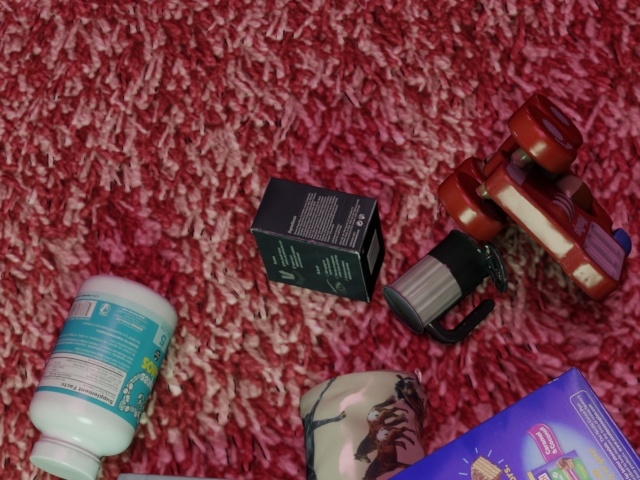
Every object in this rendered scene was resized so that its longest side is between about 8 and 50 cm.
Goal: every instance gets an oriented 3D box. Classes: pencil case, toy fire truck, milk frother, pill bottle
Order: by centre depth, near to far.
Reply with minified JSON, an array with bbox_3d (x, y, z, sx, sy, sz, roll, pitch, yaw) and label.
[{"bbox_3d":[0.075,0.353,1.654,0.183,0.160,0.410,2,61,-15],"label":"pencil case"},{"bbox_3d":[0.314,-0.047,1.788,0.254,0.302,0.169,46,110,2],"label":"toy fire truck"},{"bbox_3d":[-0.302,0.190,1.794,0.146,0.146,0.264,13,66,14],"label":"pill bottle"},{"bbox_3d":[0.176,0.060,1.801,0.134,0.143,0.129,-40,72,-15],"label":"milk frother"}]

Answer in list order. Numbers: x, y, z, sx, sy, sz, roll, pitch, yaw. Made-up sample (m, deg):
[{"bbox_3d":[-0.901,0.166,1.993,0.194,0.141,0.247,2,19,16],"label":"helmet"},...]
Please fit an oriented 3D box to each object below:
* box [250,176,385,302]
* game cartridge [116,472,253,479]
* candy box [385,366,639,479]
[{"bbox_3d":[0.000,0.000,1.847,0.158,0.156,0.093,12,64,14],"label":"box"},{"bbox_3d":[-0.161,0.397,1.663,0.297,0.062,0.198,-3,56,31],"label":"game cartridge"},{"bbox_3d":[0.222,0.339,1.474,0.317,0.122,0.268,-30,66,-3],"label":"candy box"}]
